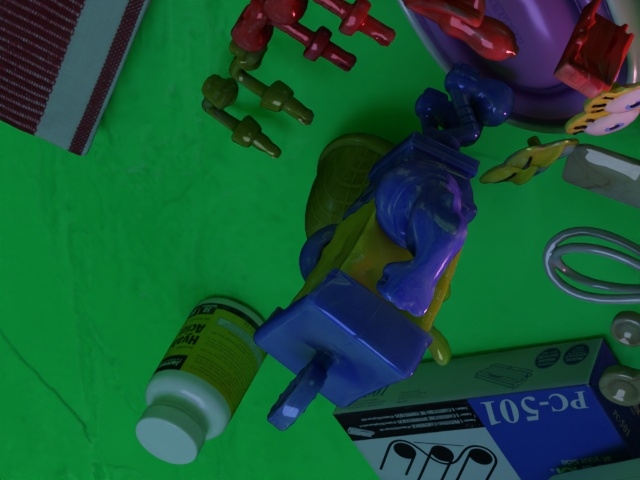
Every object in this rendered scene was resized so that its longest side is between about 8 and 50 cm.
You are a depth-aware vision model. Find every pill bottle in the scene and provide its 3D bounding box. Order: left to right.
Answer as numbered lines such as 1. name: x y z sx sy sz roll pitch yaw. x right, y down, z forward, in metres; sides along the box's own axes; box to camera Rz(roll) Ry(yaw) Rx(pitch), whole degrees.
1. pill bottle: -0.085 0.101 1.193 0.065 0.116 0.065 15 137 15

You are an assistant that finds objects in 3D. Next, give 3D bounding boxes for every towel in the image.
1. towel: -0.257 -0.207 1.044 0.329 0.037 0.237 29 137 -2

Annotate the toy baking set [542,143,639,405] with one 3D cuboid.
1. toy baking set: 0.232 0.050 0.951 0.196 0.030 0.256 -2 130 31

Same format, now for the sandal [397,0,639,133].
1. sandal: 0.025 -0.205 0.835 0.416 0.102 0.169 45 136 -16

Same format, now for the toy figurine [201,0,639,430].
1. toy figurine: 0.000 0.000 0.893 0.191 0.217 0.362 31 158 -11

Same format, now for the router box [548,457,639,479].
1. router box: 0.210 0.278 0.946 0.082 0.335 0.301 33 151 -21

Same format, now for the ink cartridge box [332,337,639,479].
1. ink cartridge box: 0.120 0.127 1.159 0.207 0.046 0.097 -11 127 36
